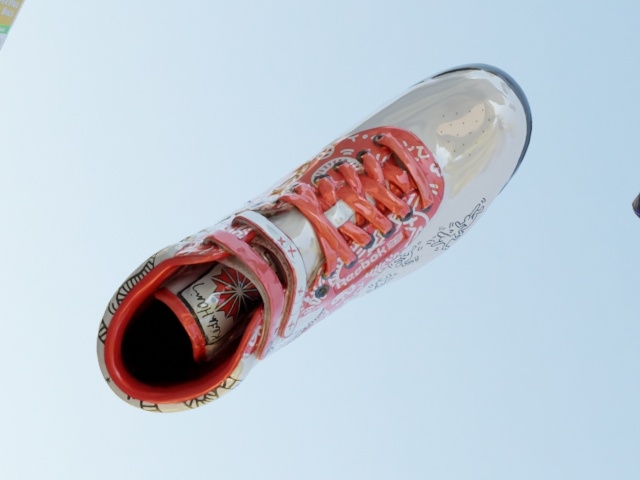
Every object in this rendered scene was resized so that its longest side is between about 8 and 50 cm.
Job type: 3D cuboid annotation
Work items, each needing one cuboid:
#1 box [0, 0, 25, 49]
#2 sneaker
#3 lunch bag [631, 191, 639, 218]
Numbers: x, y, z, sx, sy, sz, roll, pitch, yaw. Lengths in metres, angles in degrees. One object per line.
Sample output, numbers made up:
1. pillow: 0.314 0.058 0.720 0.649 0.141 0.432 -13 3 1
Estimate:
1. box: -0.339 -0.145 1.100 0.114 0.103 0.203 31 -81 12
2. sneaker: 0.000 0.001 0.741 0.090 0.270 0.145 57 9 -2
3. lunch bag: 0.323 -0.042 1.034 0.096 0.128 0.151 68 -15 -15
